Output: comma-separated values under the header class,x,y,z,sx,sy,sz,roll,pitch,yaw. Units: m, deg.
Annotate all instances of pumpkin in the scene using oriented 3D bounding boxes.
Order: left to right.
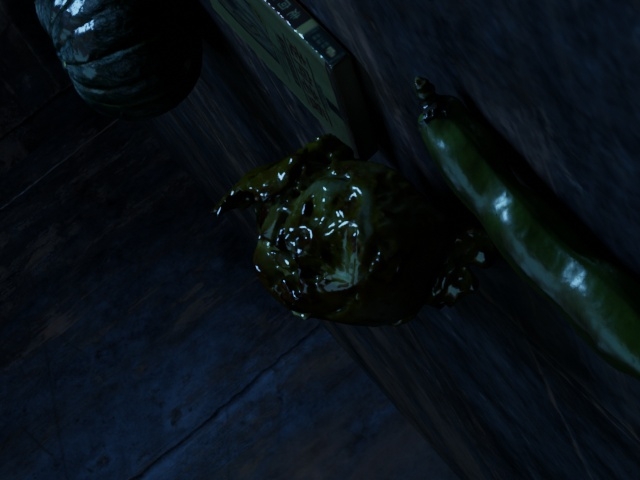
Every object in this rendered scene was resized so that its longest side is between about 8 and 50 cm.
class,x,y,z,sx,sy,sz,roll,pitch,yaw
pumpkin,-0.228,-0.243,1.448,0.220,0.162,0.220,55,166,21

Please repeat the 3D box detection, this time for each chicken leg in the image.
class,x,y,z,sx,sy,sz,roll,pitch,yaw
chicken leg,0.007,0.003,1.100,0.211,0.140,0.361,28,174,-10

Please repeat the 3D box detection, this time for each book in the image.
class,x,y,z,sx,sy,sz,roll,pitch,yaw
book,-0.039,-0.179,1.069,0.231,0.026,0.161,48,173,25

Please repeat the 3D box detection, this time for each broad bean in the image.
class,x,y,z,sx,sy,sz,roll,pitch,yaw
broad bean,0.136,0.003,0.758,0.254,0.046,0.065,50,161,20
